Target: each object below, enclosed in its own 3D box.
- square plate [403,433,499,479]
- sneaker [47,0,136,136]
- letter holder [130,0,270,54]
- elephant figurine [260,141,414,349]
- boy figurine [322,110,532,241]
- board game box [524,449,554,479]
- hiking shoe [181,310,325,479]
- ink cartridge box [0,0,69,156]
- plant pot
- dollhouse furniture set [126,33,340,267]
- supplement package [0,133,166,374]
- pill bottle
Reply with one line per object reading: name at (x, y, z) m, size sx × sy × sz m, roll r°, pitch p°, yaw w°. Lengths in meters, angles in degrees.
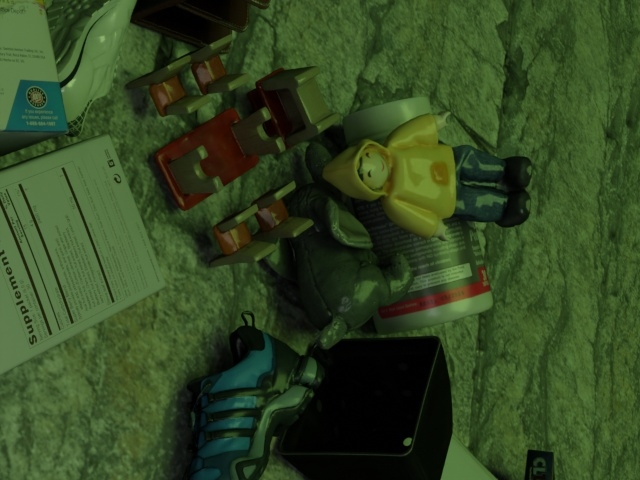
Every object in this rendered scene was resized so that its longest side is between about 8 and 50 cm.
square plate at (0.193, 0.443, 2.021) m, size 0.344 × 0.049 × 0.347 m, roll 47°, pitch 44°, yaw -33°
sneaker at (-0.269, -0.227, 1.616) m, size 0.095 × 0.090 × 0.235 m, roll 62°, pitch 40°, yaw -39°
letter holder at (-0.137, -0.417, 1.792) m, size 0.214 × 0.152 × 0.302 m, roll 14°, pitch 67°, yaw -53°
elephant figurine at (0.000, 0.000, 1.856) m, size 0.169 × 0.186 × 0.239 m, roll -30°, pitch 94°, yaw -10°
boy figurine at (0.142, -0.092, 1.859) m, size 0.285 × 0.092 × 0.177 m, roll 9°, pitch 83°, yaw -24°
board game box at (0.330, 0.469, 2.144) m, size 0.165 × 0.042 × 0.243 m, roll 75°, pitch 23°, yaw -54°
hiking shoe at (-0.120, 0.231, 1.652) m, size 0.132 × 0.113 × 0.304 m, roll 36°, pitch 50°, yaw -1°
ink cartridge box at (-0.382, -0.199, 1.363) m, size 0.171 × 0.168 × 0.233 m, roll -4°, pitch 82°, yaw -55°
plant pot at (0.080, 0.251, 1.837) m, size 0.167 × 0.187 × 0.188 m, roll 61°, pitch 36°, yaw -41°
dollhouse furniture set at (-0.108, -0.128, 1.781) m, size 0.259 × 0.135 × 0.262 m, roll -35°, pitch 107°, yaw -41°
supplement package at (-0.327, 0.030, 1.350) m, size 0.293 × 0.177 × 0.175 m, roll -29°, pitch 102°, yaw -53°
pill bottle at (0.129, -0.036, 1.992) m, size 0.176 × 0.176 × 0.319 m, roll -12°, pitch 88°, yaw -54°
